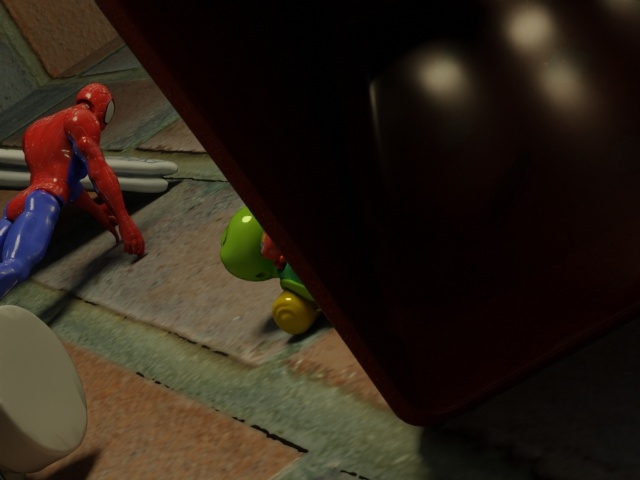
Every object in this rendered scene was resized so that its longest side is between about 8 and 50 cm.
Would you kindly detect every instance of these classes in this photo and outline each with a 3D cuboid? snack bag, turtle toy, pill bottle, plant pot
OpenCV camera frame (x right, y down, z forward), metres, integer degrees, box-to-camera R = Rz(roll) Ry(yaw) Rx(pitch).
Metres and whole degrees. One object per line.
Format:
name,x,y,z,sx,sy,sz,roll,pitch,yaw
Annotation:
snack bag,-0.336,-0.065,1.636,0.323,0.037,0.342,2,0,-27
turtle toy,0.000,0.000,1.005,0.130,0.066,0.095,-20,18,41
pill bottle,-0.235,0.116,1.005,0.208,0.117,0.117,-27,15,21
plant pot,0.068,-0.135,0.766,0.267,0.267,0.235,-30,37,7

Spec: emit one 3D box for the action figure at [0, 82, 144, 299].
action figure,-0.195,0.010,1.380,0.091,0.139,0.280,-14,45,43

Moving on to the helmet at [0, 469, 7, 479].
helmet,-0.194,0.136,0.735,0.161,0.169,0.169,-26,14,46
